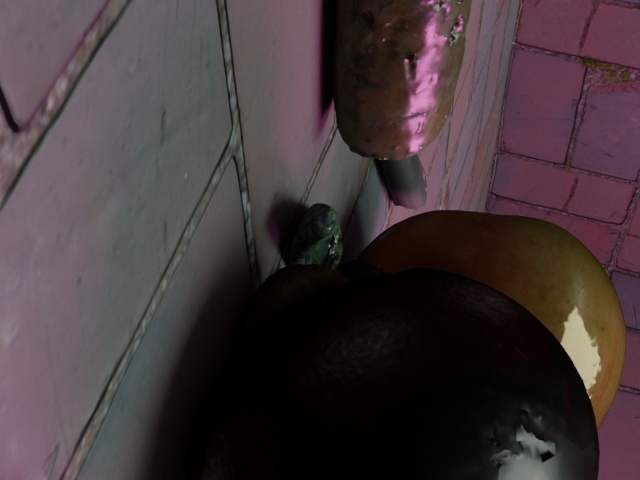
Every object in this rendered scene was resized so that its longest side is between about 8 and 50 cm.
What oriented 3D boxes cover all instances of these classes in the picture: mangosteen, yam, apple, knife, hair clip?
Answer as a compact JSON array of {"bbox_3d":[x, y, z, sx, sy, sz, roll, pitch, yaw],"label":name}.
[{"bbox_3d":[0.038,0.148,0.760,0.297,0.293,0.297,-34,175,-3],"label":"mangosteen"},{"bbox_3d":[0.062,-0.162,0.855,0.194,0.107,0.107,93,16,-47],"label":"yam"},{"bbox_3d":[0.156,0.125,1.154,0.319,0.319,0.277,70,33,-70],"label":"apple"},{"bbox_3d":[0.098,-0.094,1.282,0.265,0.041,0.073,47,47,-76],"label":"knife"},{"bbox_3d":[-0.002,-0.001,0.914,0.229,0.036,0.066,75,37,-82],"label":"hair clip"}]

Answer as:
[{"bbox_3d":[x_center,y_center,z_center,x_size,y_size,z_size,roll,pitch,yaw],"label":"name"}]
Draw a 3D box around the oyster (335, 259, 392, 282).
[{"bbox_3d":[0.014,0.201,0.960,0.361,0.221,0.096,-58,146,4],"label":"oyster"}]
